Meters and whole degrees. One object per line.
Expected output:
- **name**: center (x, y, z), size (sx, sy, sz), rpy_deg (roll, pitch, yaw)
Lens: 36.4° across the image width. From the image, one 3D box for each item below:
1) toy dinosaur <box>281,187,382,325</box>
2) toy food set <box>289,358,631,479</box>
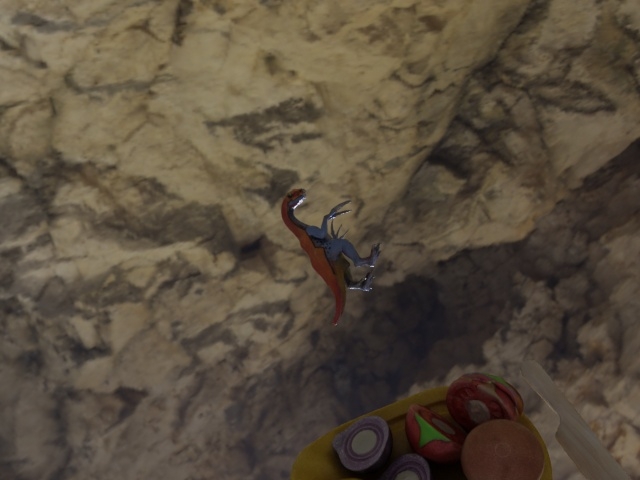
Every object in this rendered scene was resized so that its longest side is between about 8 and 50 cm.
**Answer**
- **toy dinosaur**: center (0.000, 0.000, 0.645), size (0.082, 0.090, 0.047), rpy_deg (24, -46, 20)
- **toy food set**: center (0.082, 0.144, 0.634), size (0.071, 0.218, 0.128), rpy_deg (77, -11, -56)
